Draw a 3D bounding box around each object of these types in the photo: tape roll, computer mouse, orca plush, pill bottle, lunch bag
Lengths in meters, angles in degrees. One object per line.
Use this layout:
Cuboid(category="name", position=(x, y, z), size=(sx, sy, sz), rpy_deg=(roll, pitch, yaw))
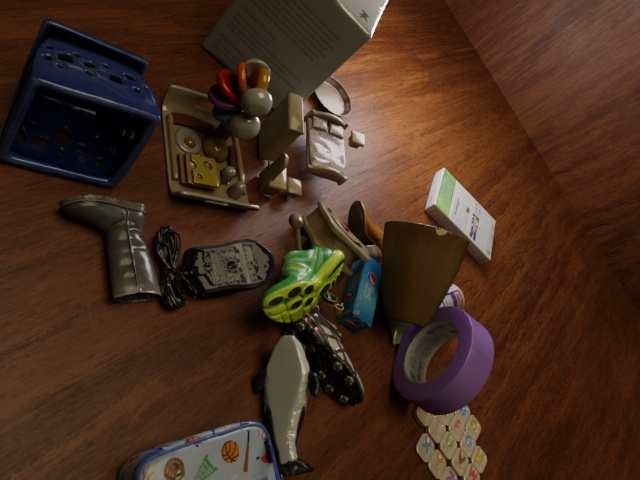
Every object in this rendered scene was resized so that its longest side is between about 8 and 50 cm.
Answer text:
Cuboid(category="tape roll", position=(0.318, 0.313, 1.422), size=(0.090, 0.274, 0.275), rpy_deg=(37, 46, -22))
Cuboid(category="computer mouse", position=(-0.236, 0.060, 1.215), size=(0.272, 0.072, 0.189), rpy_deg=(-2, 69, -30))
Cuboid(category="orca plush", position=(-0.053, 0.356, 1.182), size=(0.102, 0.151, 0.287), rpy_deg=(41, 30, -65))
Cuboid(category="pill bottle", position=(0.347, 0.198, 1.643), size=(0.193, 0.108, 0.108), rpy_deg=(-10, 73, -45))
Cuboid(category="lunch bag", position=(-0.196, 0.471, 0.969), size=(0.303, 0.115, 0.243), rpy_deg=(-1, 69, -42))

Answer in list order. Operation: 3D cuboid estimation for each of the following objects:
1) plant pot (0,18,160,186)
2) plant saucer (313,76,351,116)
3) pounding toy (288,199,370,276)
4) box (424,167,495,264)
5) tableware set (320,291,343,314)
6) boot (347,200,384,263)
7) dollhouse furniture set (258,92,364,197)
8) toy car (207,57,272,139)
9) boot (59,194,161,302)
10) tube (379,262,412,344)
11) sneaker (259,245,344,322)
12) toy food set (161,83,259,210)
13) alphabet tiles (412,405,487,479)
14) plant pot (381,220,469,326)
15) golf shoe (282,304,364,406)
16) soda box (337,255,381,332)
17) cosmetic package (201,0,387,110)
Cuboid(category="plant pot", position=(-0.477, -0.275, 1.069), size=(0.235, 0.236, 0.212), rpy_deg=(14, 51, -38))
Cuboid(category="plant saucer", position=(0.034, -0.486, 1.819), size=(0.168, 0.029, 0.169), rpy_deg=(22, 54, -32))
Cuboid(category="pounding toy", position=(0.000, 0.000, 1.467), size=(0.269, 0.155, 0.154), rpy_deg=(43, 14, -29))
Cuboid(category="box", position=(0.535, -0.093, 2.036), size=(0.322, 0.058, 0.232), rpy_deg=(43, 44, -17))
Cuboid(category="tableware set", position=(-0.013, 0.139, 1.335), size=(0.154, 0.024, 0.104), rpy_deg=(26, 23, 5))
Cuboid(category="boot", position=(0.165, -0.025, 1.637), size=(0.152, 0.073, 0.197), rpy_deg=(-5, 82, -43))
Cuboid(category="dollhouse furniture set", position=(0.022, -0.254, 1.517), size=(0.355, 0.173, 0.304), rpy_deg=(13, 63, -30))
Cuboid(category="toy car", position=(-0.196, -0.342, 1.277), size=(0.136, 0.182, 0.159), rpy_deg=(11, 51, -25))
Cuboid(category="boot", position=(-0.416, 0.020, 1.071), size=(0.189, 0.076, 0.209), rpy_deg=(5, 69, -39))
Cuboid(category="tube", position=(0.217, 0.181, 1.576), size=(0.062, 0.070, 0.240), rpy_deg=(67, 10, -74))
Cuboid(category="sneaker", position=(-0.056, 0.097, 1.276), size=(0.123, 0.110, 0.295), rpy_deg=(21, 31, 25))
Cuboid(category="toy food set", position=(-0.265, -0.225, 1.334), size=(0.219, 0.092, 0.306), rpy_deg=(9, 60, -40))
Cuboid(category="alphabet tiles", position=(0.368, 0.554, 1.515), size=(0.284, 0.021, 0.278), rpy_deg=(55, 42, -2))
Cuboid(category="plant pot", position=(0.264, 0.101, 1.481), size=(0.237, 0.237, 0.255), rpy_deg=(19, 81, -35))
Cuboid(category="golf shoe", position=(0.031, 0.273, 1.309), size=(0.273, 0.105, 0.120), rpy_deg=(55, 35, -3))
Cuboid(category="soda box", position=(0.113, 0.145, 1.485), size=(0.071, 0.067, 0.210), rpy_deg=(38, 45, -20))
Cuboid(category="cosmetic package", position=(-0.062, -0.645, 1.552), size=(0.329, 0.393, 0.328), rpy_deg=(40, 45, -19))
